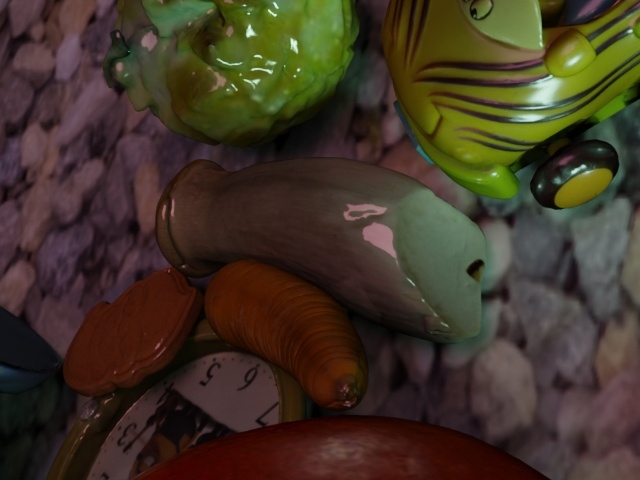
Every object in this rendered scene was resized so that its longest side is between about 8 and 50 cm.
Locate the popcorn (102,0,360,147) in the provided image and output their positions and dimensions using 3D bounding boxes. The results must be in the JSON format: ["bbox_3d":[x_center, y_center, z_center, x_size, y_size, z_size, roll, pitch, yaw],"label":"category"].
[{"bbox_3d":[-0.075,-0.175,0.872,0.198,0.212,0.198,-15,33,10],"label":"popcorn"}]

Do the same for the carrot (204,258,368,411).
[{"bbox_3d":[-0.010,0.055,0.698,0.062,0.066,0.271,-44,22,-10],"label":"carrot"}]

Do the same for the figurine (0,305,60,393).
[{"bbox_3d":[-0.370,0.211,0.868,0.276,0.248,0.388,33,92,11],"label":"figurine"}]

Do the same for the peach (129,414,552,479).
[{"bbox_3d":[0.017,0.255,0.555,0.370,0.370,0.370,-10,67,25],"label":"peach"}]

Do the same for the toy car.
[{"bbox_3d":[0.148,-0.145,0.761,0.248,0.142,0.200,-34,58,12],"label":"toy car"}]

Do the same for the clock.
[{"bbox_3d":[-0.094,0.160,0.811,0.237,0.057,0.237,-26,41,25],"label":"clock"}]

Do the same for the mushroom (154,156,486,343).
[{"bbox_3d":[0.001,-0.007,0.820,0.247,0.108,0.096,13,47,30],"label":"mushroom"}]

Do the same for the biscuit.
[{"bbox_3d":[-0.139,0.066,0.887,0.130,0.019,0.102,-22,39,31],"label":"biscuit"}]
